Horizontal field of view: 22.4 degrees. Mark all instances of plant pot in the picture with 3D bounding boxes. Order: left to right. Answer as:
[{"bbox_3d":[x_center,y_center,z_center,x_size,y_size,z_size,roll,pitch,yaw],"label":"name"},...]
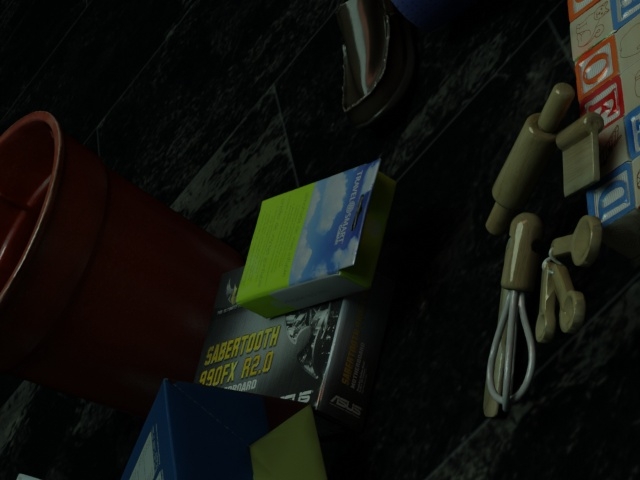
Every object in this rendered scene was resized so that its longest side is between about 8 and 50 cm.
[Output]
[{"bbox_3d":[-0.230,0.049,1.645,0.272,0.265,0.272,-39,36,35],"label":"plant pot"}]

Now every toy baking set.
[{"bbox_3d":[0.151,0.013,1.191,0.256,0.030,0.197,114,163,-52],"label":"toy baking set"}]

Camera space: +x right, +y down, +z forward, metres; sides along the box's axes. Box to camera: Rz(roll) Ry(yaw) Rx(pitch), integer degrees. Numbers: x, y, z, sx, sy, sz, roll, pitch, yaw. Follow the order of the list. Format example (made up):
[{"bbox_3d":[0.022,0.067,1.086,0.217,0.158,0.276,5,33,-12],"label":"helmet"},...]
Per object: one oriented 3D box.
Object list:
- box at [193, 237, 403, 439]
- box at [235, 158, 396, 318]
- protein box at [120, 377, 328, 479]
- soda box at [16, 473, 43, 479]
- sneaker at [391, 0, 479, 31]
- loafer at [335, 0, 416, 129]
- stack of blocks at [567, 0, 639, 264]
[{"bbox_3d":[-0.031,0.099,1.496,0.231,0.056,0.183,-19,51,51],"label":"box"},{"bbox_3d":[0.000,0.000,1.429,0.178,0.042,0.109,-18,51,51],"label":"box"},{"bbox_3d":[-0.089,0.260,1.316,0.200,0.136,0.201,-104,32,-51],"label":"protein box"},{"bbox_3d":[-0.256,0.296,1.672,0.216,0.074,0.069,-2,64,58],"label":"soda box"},{"bbox_3d":[0.176,-0.290,1.422,0.315,0.127,0.182,-42,32,30],"label":"sneaker"},{"bbox_3d":[0.045,-0.207,1.613,0.080,0.078,0.220,-33,40,42],"label":"loafer"},{"bbox_3d":[0.276,-0.140,1.171,0.171,0.087,0.297,-37,38,39],"label":"stack of blocks"}]
